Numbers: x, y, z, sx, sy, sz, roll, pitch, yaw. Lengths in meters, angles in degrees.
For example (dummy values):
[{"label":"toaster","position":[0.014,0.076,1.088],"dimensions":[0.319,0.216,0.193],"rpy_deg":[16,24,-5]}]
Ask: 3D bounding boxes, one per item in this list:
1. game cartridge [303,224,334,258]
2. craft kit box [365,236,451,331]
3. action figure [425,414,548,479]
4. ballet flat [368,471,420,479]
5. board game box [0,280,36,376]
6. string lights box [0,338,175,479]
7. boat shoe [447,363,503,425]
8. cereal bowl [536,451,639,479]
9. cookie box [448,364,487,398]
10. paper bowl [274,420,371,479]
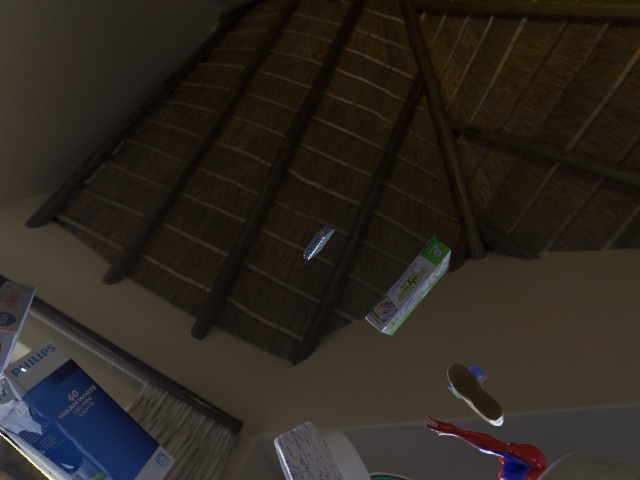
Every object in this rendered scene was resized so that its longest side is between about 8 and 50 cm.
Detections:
[{"label":"game cartridge","position":[0.000,0.000,0.682],"dimensions":[0.017,0.083,0.056],"rpy_deg":[33,-73,7]},{"label":"craft kit box","position":[0.228,0.128,1.017],"dimensions":[0.247,0.250,0.061],"rpy_deg":[-47,-111,0]},{"label":"action figure","position":[0.152,0.264,0.376],"dimensions":[0.139,0.280,0.092],"rpy_deg":[3,-85,25]},{"label":"ballet flat","position":[0.272,0.778,1.207],"dimensions":[0.400,0.139,0.139],"rpy_deg":[11,-67,-10]},{"label":"board game box","position":[-0.651,0.268,0.769],"dimensions":[0.065,0.318,0.319],"rpy_deg":[20,-93,-31]},{"label":"string lights box","position":[-0.358,0.285,0.589],"dimensions":[0.133,0.077,0.260],"rpy_deg":[-39,-83,26]},{"label":"boat shoe","position":[0.364,0.366,0.950],"dimensions":[0.063,0.170,0.059],"rpy_deg":[-34,-57,-1]},{"label":"cereal bowl","position":[0.230,0.339,0.261],"dimensions":[0.141,0.339,0.339],"rpy_deg":[-2,-68,53]},{"label":"cookie box","position":[0.400,0.388,1.098],"dimensions":[0.092,0.107,0.040],"rpy_deg":[-40,-112,-4]},{"label":"paper bowl","position":[0.020,0.528,0.848],"dimensions":[0.148,0.284,0.284],"rpy_deg":[-19,-74,-19]}]
